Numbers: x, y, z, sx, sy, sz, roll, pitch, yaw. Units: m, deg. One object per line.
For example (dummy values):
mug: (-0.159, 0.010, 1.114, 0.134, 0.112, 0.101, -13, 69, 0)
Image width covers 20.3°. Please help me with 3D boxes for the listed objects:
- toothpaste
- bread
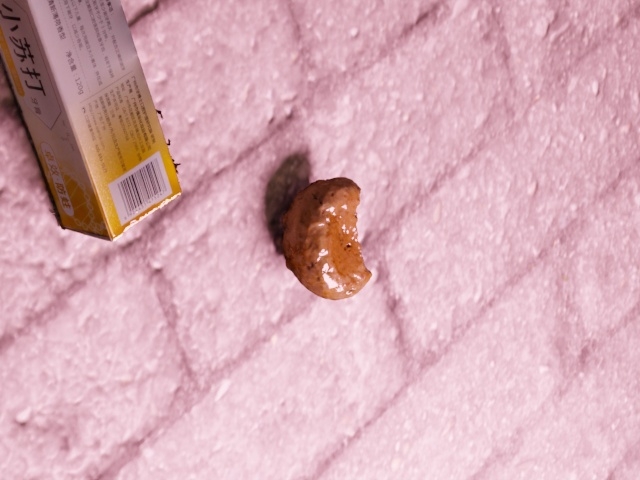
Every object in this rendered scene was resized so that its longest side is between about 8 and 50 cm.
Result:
toothpaste: (-0.194, -0.153, 1.352, 0.089, 0.071, 0.313, -36, 125, -33)
bread: (0.000, 0.000, 1.610, 0.082, 0.060, 0.113, -20, 112, -44)
